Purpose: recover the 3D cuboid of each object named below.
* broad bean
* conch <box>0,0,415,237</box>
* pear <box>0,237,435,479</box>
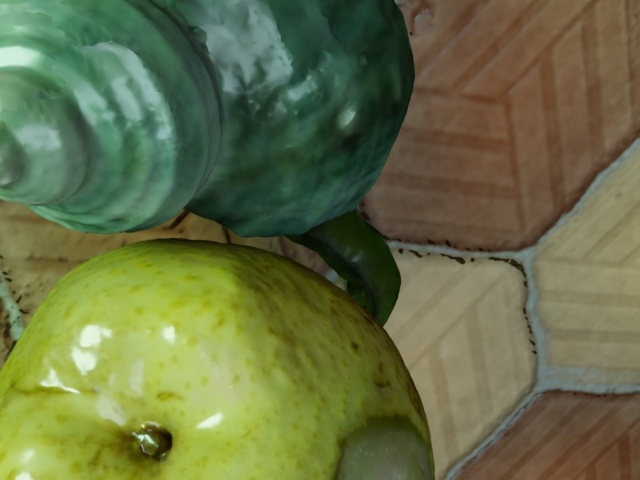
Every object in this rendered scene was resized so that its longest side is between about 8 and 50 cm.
[{"bbox_3d":[0.008,-0.002,0.719,0.061,0.046,0.195,-31,127,-5],"label":"broad bean"},{"bbox_3d":[-0.079,-0.088,0.560,0.195,0.277,0.220,-15,101,35],"label":"conch"},{"bbox_3d":[-0.069,0.122,0.593,0.271,0.271,0.271,-10,122,-16],"label":"pear"}]
